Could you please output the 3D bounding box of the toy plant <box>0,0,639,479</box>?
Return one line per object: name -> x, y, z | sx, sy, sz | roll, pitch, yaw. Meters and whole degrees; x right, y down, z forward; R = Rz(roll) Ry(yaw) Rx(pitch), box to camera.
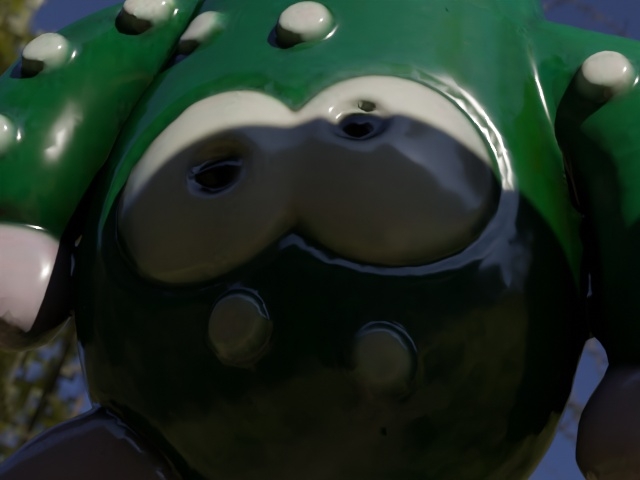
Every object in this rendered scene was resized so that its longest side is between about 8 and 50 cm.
toy plant -> 0.005, 0.001, 0.532 | 0.232, 0.243, 0.112 | -25, -37, -4
